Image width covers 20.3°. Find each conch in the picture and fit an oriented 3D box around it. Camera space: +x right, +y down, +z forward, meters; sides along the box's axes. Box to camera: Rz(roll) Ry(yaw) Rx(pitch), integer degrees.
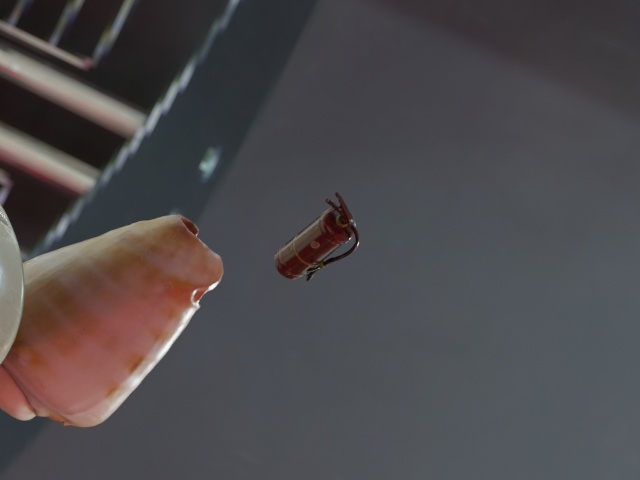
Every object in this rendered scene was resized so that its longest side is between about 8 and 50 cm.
[{"bbox_3d":[-0.216,0.066,1.537,0.255,0.158,0.127,-41,162,10],"label":"conch"}]

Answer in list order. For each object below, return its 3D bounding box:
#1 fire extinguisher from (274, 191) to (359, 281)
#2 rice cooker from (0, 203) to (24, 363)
[{"bbox_3d":[0.000,0.000,1.720,0.039,0.056,0.132,-41,-178,-36],"label":"fire extinguisher"},{"bbox_3d":[-0.388,0.055,1.375,0.277,0.288,0.288,-38,-166,44],"label":"rice cooker"}]
